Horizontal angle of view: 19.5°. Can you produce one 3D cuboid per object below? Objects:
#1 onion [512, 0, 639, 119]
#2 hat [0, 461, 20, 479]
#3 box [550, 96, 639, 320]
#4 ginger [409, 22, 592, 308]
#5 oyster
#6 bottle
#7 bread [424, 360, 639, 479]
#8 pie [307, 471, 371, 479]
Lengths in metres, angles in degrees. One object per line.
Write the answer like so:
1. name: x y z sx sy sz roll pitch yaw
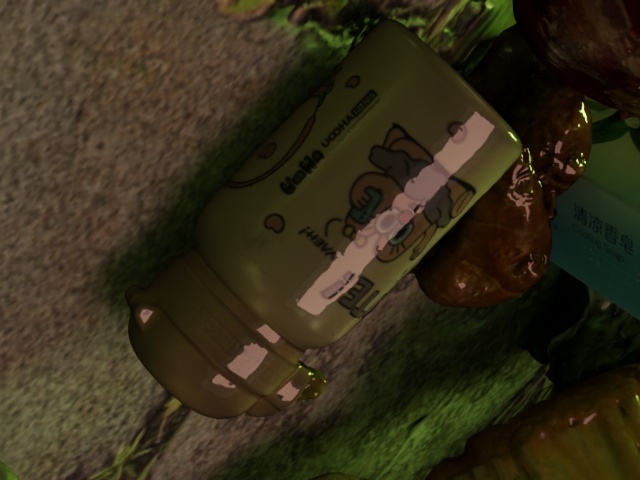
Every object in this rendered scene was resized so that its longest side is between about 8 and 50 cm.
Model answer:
1. onion: 0.173 -0.168 0.914 0.195 0.140 0.218 20 74 -57
2. hat: -0.196 0.157 0.914 0.122 0.081 0.166 -18 150 -33
3. box: 0.234 -0.052 1.084 0.232 0.142 0.083 -28 132 -25
4. ginger: 0.089 -0.033 0.989 0.073 0.103 0.162 8 118 -50
5. oyster: 0.250 0.017 1.219 0.268 0.112 0.198 -30 148 -11
6. bottle: 0.000 0.000 0.922 0.209 0.097 0.110 -47 116 4
7. bread: 0.161 0.172 1.163 0.227 0.142 0.253 -25 162 -3
8. pie: -0.037 0.219 1.153 0.205 0.084 0.179 -39 148 -7
